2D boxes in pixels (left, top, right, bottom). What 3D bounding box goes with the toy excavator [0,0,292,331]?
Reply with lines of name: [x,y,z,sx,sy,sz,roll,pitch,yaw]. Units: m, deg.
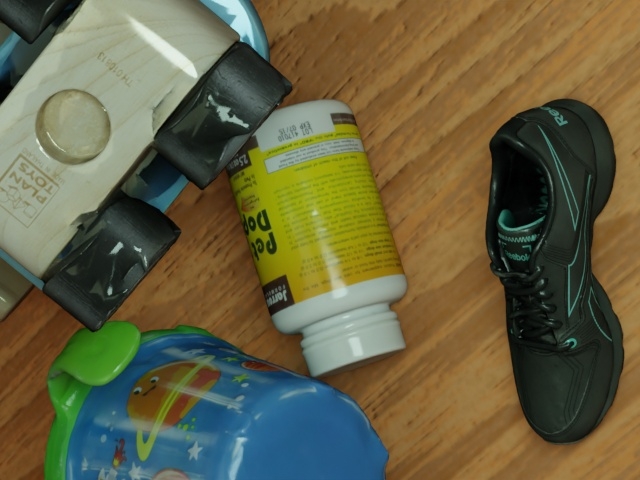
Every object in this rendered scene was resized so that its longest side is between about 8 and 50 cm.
toy excavator: [-0.203,-0.069,1.604,0.222,0.445,0.433,39,104,-2]

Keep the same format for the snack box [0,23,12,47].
snack box: [-0.380,-0.150,1.734,0.060,0.322,0.187,43,119,39]

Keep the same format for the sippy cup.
sippy cup: [-0.071,0.191,1.553,0.224,0.305,0.240,1,86,53]

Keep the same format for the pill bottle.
pill bottle: [0.000,0.000,1.578,0.117,0.117,0.215,-24,80,38]

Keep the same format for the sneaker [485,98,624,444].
sneaker: [0.165,0.027,1.458,0.101,0.106,0.267,0,96,37]

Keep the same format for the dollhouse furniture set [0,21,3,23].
dollhouse furniture set: [-0.192,-0.295,1.629,0.242,0.161,0.212,-55,41,28]
